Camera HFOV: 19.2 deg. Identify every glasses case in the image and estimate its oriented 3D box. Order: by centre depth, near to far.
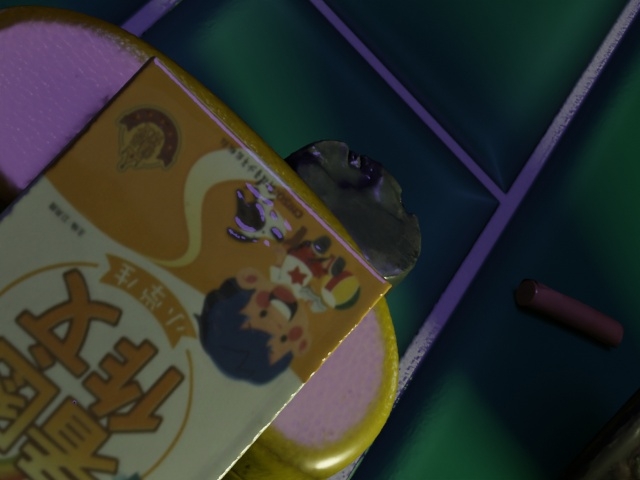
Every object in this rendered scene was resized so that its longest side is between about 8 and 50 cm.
[{"bbox_3d":[-0.108,0.001,1.240,0.371,0.141,0.173,44,62,-9],"label":"glasses case"}]

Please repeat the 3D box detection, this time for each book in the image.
[{"bbox_3d":[-0.125,0.063,1.133,0.208,0.020,0.295,44,76,-9],"label":"book"}]

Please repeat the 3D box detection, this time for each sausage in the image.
[{"bbox_3d":[0.217,0.064,1.622,0.116,0.026,0.026,25,44,-31],"label":"sausage"}]

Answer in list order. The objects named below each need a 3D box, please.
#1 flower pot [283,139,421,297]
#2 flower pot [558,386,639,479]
[{"bbox_3d":[0.000,0.000,1.387,0.157,0.107,0.157,28,42,-30],"label":"flower pot"},{"bbox_3d":[0.341,0.209,1.455,0.267,0.266,0.266,45,36,9],"label":"flower pot"}]
